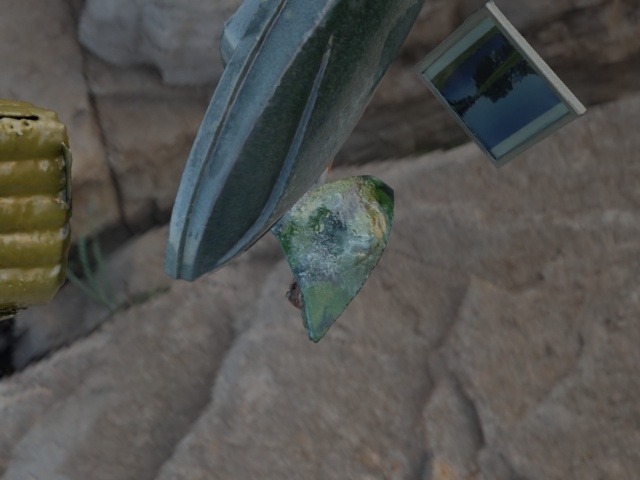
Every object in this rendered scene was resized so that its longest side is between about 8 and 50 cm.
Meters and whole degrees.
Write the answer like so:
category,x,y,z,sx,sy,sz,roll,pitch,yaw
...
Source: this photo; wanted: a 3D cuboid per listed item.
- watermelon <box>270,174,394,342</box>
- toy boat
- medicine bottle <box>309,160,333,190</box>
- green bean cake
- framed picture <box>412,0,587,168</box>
category,x,y,z,sx,sy,sz,roll,pitch,yaw
watermelon,0.008,-0.004,1.373,0.155,0.101,0.080,-43,15,-13
toy boat,-0.014,-0.113,1.013,0.092,0.141,0.319,24,76,21
medicine bottle,-0.036,-0.155,1.756,0.144,0.144,0.252,2,48,19
green bean cake,-0.366,-0.046,1.708,0.224,0.131,0.230,20,110,46
framed picture,0.134,-0.117,1.228,0.011,0.149,0.109,-41,92,-23
